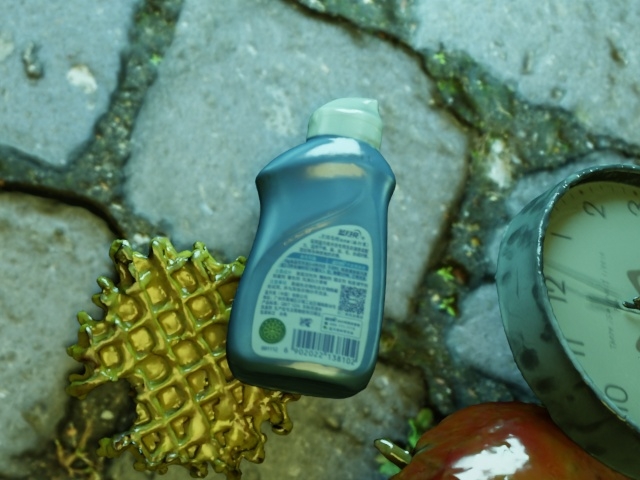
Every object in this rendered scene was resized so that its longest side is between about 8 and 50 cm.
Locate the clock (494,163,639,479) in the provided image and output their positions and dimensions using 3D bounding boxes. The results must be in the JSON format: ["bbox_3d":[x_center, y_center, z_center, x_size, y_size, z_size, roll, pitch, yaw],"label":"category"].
[{"bbox_3d":[0.317,0.076,1.843,0.325,0.067,0.325,17,54,-25],"label":"clock"}]

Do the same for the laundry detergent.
[{"bbox_3d":[0.000,0.000,1.825,0.143,0.094,0.289,9,73,2],"label":"laundry detergent"}]

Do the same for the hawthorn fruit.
[{"bbox_3d":[0.170,0.281,1.821,0.300,0.275,0.275,40,85,2],"label":"hawthorn fruit"}]

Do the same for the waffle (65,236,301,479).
[{"bbox_3d":[-0.126,0.117,1.847,0.232,0.051,0.228,15,88,-14],"label":"waffle"}]
